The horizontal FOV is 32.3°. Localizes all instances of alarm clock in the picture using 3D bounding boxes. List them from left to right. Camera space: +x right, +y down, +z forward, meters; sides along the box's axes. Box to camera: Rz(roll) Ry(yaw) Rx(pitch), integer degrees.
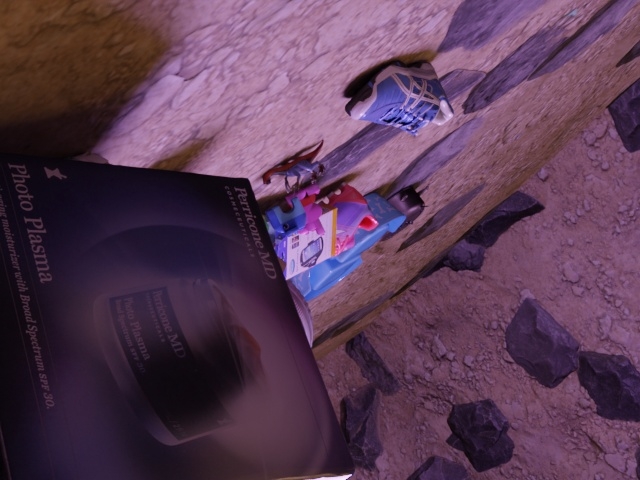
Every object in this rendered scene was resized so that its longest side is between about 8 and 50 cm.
[{"bbox_3d":[0.143,-0.040,2.298,0.192,0.064,0.129,-39,171,33],"label":"alarm clock"}]

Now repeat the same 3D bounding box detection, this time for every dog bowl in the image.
[{"bbox_3d":[0.040,0.012,2.135,0.166,0.074,0.297,-27,166,-45],"label":"dog bowl"}]

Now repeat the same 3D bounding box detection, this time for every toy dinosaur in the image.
[{"bbox_3d":[-0.039,-0.096,1.495,0.082,0.090,0.047,11,160,-28],"label":"toy dinosaur"}]

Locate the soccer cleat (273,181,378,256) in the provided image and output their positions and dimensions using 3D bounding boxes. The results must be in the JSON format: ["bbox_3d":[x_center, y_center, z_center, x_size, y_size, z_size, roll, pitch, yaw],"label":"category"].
[{"bbox_3d":[0.000,0.000,1.757,0.248,0.095,0.083,-44,-179,-40],"label":"soccer cleat"}]

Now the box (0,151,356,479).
[{"bbox_3d":[-0.171,0.098,0.885,0.294,0.296,0.183,4,144,-41],"label":"box"}]

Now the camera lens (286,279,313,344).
[{"bbox_3d":[-0.138,0.177,1.728,0.219,0.219,0.274,-41,-176,22],"label":"camera lens"}]

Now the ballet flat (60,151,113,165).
[{"bbox_3d":[-0.217,-0.047,1.024,0.070,0.070,0.188,-34,172,-16],"label":"ballet flat"}]

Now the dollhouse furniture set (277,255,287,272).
[{"bbox_3d":[-0.216,0.156,1.143,0.256,0.362,0.394,-42,-163,34],"label":"dollhouse furniture set"}]

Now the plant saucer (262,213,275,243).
[{"bbox_3d":[-0.132,0.011,1.628,0.195,0.037,0.195,-35,171,-6],"label":"plant saucer"}]

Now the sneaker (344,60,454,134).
[{"bbox_3d":[0.110,-0.182,1.442,0.080,0.081,0.211,-42,168,37],"label":"sneaker"}]

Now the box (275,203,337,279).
[{"bbox_3d":[-0.026,0.003,1.650,0.136,0.028,0.081,-24,126,-45],"label":"box"}]

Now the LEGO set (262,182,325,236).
[{"bbox_3d":[-0.081,0.014,1.494,0.227,0.093,0.087,-27,-172,-7],"label":"LEGO set"}]
